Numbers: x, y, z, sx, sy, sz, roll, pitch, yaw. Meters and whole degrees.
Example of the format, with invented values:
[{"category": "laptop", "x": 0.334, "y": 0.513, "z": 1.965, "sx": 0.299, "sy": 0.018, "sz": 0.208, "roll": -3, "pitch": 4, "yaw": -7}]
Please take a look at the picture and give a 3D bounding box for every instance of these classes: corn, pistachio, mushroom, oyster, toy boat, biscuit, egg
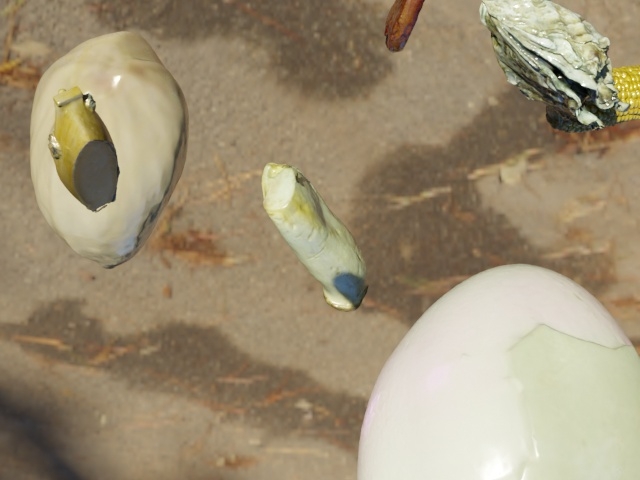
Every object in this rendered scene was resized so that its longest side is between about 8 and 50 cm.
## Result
[{"category": "corn", "x": 0.505, "y": -0.243, "z": 1.992, "sx": 0.293, "sy": 0.106, "sz": 0.106, "roll": -13, "pitch": 150, "yaw": -19}, {"category": "pistachio", "x": -0.278, "y": -0.111, "z": 1.585, "sx": 0.208, "sy": 0.226, "sz": 0.331, "roll": 14, "pitch": 114, "yaw": 13}, {"category": "mushroom", "x": 0.000, "y": 0.000, "z": 1.756, "sx": 0.081, "sy": 0.100, "sz": 0.312, "roll": -18, "pitch": 144, "yaw": 13}, {"category": "oyster", "x": 0.322, "y": -0.259, "z": 1.679, "sx": 0.112, "sy": 0.198, "sz": 0.268, "roll": -50, "pitch": 132, "yaw": -4}, {"category": "toy boat", "x": -0.182, "y": -0.068, "z": 0.914, "sx": 0.047, "sy": 0.049, "sz": 0.149, "roll": -29, "pitch": 164, "yaw": -16}, {"category": "biscuit", "x": 0.143, "y": -0.386, "z": 1.920, "sx": 0.049, "sy": 0.192, "sz": 0.192, "roll": 21, "pitch": 145, "yaw": 0}, {"category": "egg", "x": 0.111, "y": 0.118, "z": 0.703, "sx": 0.183, "sy": 0.217, "sz": 0.183, "roll": 1, "pitch": 153, "yaw": 1}]
